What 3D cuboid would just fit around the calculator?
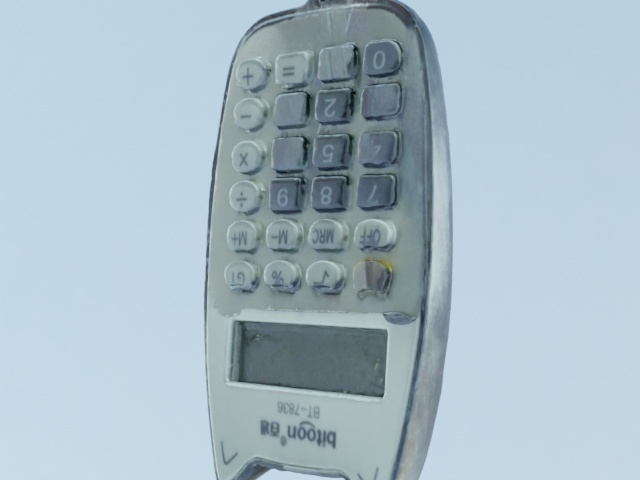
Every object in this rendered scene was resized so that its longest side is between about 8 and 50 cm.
[{"bbox_3d":[0.000,0.000,0.885,0.177,0.040,0.268,2,-88,49],"label":"calculator"}]
